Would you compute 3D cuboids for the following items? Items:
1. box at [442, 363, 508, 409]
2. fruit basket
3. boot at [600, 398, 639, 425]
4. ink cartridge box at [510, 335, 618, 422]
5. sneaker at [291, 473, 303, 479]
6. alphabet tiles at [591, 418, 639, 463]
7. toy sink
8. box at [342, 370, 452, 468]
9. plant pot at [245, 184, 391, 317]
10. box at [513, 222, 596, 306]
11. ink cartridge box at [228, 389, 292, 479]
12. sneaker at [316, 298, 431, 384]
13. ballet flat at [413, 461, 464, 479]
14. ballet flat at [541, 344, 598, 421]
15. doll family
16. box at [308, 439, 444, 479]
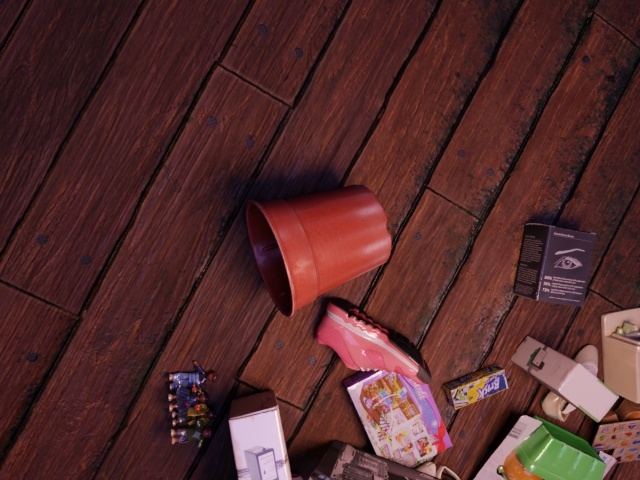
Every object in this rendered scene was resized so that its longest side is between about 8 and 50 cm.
[{"bbox_3d":[0.427,0.401,1.365,0.168,0.054,0.059,-17,98,-11],"label":"box"},{"bbox_3d":[0.599,0.680,1.400,0.327,0.165,0.353,27,109,-8],"label":"fruit basket"},{"bbox_3d":[0.938,0.537,1.470,0.197,0.073,0.152,-26,111,23],"label":"boot"},{"bbox_3d":[0.644,0.364,1.331,0.160,0.219,0.093,38,89,-13],"label":"ink cartridge box"},{"bbox_3d":[-0.105,0.633,1.265,0.134,0.051,0.070,-7,83,-6],"label":"sneaker"},{"bbox_3d":[0.911,0.592,1.458,0.237,0.009,0.198,-6,122,-3],"label":"alphabet tiles"},{"bbox_3d":[0.931,0.328,1.439,0.152,0.131,0.234,-7,96,-13],"label":"toy sink"},{"bbox_3d":[0.206,0.460,1.316,0.200,0.057,0.293,-25,100,-9],"label":"box"},{"bbox_3d":[0.000,0.000,1.136,0.265,0.272,0.273,-20,99,-19],"label":"plant pot"},{"bbox_3d":[0.639,0.065,1.358,0.153,0.108,0.207,10,92,-14],"label":"box"},{"bbox_3d":[-0.133,0.509,1.145,0.114,0.198,0.273,-10,86,-9],"label":"ink cartridge box"},{"bbox_3d":[0.128,0.279,1.249,0.313,0.116,0.136,34,103,6],"label":"sneaker"},{"bbox_3d":[0.306,0.650,1.342,0.247,0.083,0.087,29,59,-24],"label":"ballet flat"},{"bbox_3d":[0.741,0.414,1.427,0.086,0.086,0.248,40,85,-13],"label":"ballet flat"},{"bbox_3d":[-0.299,0.389,1.183,0.111,0.076,0.193,-5,93,-8],"label":"doll family"},{"bbox_3d":[0.140,0.593,1.158,0.307,0.242,0.077,15,92,16],"label":"box"}]
